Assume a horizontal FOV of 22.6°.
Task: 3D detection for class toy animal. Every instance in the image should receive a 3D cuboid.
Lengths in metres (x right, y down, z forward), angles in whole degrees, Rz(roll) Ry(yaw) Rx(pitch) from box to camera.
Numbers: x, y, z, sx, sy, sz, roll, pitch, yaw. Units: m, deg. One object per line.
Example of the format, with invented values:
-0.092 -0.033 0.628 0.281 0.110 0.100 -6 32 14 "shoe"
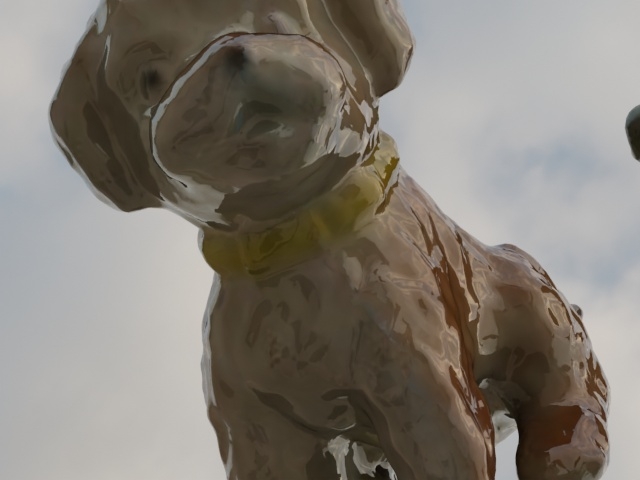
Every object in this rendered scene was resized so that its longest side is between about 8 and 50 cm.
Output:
0.011 -0.010 0.468 0.104 0.184 0.185 -27 -81 31 "toy animal"

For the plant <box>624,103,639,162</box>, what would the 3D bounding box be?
0.323 -0.107 0.737 0.297 0.261 0.306 21 -17 40 "plant"
